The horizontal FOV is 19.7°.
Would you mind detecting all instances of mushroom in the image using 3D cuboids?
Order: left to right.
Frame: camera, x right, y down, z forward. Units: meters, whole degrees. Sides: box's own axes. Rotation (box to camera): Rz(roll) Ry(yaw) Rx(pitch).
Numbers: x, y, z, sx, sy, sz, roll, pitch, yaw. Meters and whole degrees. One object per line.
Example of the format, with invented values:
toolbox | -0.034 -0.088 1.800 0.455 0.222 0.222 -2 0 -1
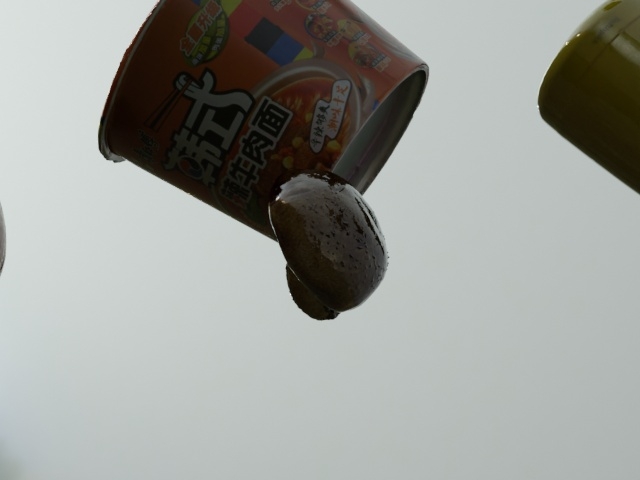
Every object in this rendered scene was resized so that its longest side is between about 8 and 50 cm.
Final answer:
mushroom | 0.000 0.000 1.396 0.127 0.087 0.127 56 10 -15

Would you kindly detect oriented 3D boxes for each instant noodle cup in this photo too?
instant noodle cup | -0.040 -0.119 1.570 0.192 0.250 0.250 35 -15 10

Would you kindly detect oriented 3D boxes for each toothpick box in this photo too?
toothpick box | 0.376 -0.119 1.926 0.271 0.175 0.175 42 -14 19

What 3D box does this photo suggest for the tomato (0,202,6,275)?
tomato | -0.364 -0.011 1.539 0.208 0.184 0.208 24 -20 9
